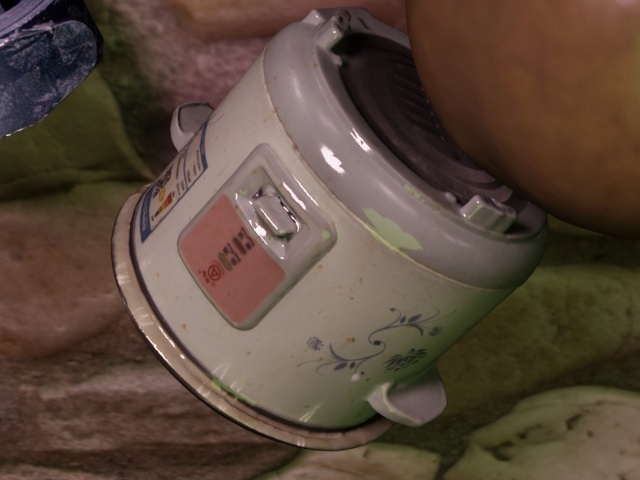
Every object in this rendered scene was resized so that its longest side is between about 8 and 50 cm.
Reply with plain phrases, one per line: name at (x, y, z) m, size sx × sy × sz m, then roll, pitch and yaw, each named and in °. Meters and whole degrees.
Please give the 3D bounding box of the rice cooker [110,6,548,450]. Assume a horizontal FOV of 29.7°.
rice cooker at (0.000, 0.000, 0.887) m, size 0.316 × 0.264 × 0.317 m, roll 8°, pitch 106°, yaw 29°

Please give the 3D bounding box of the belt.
belt at (-0.243, -0.129, 0.840) m, size 0.190 × 0.141 × 0.082 m, roll -15°, pitch 133°, yaw 9°

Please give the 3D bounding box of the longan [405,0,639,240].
longan at (0.210, -0.153, 0.715) m, size 0.318 × 0.319 × 0.319 m, roll 0°, pitch 133°, yaw 0°
